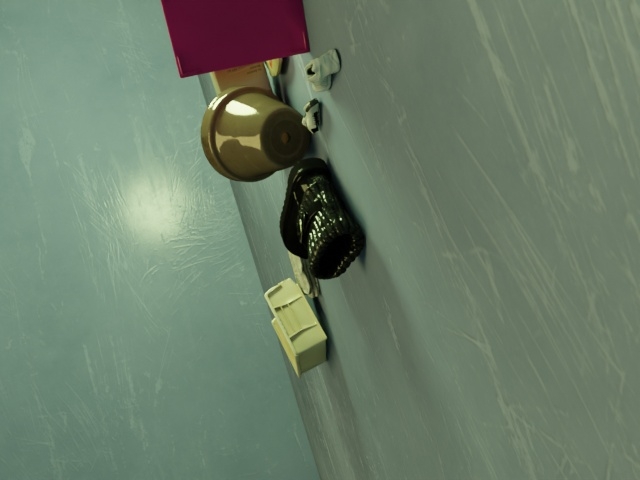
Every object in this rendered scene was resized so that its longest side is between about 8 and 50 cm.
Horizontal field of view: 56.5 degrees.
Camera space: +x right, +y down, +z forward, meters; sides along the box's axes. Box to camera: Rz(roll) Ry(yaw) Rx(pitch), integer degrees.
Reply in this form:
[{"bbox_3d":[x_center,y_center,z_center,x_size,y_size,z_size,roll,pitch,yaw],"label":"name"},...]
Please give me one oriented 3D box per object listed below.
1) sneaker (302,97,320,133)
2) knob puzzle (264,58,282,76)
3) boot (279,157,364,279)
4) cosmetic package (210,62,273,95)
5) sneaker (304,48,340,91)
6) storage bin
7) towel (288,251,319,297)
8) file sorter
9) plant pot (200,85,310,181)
[{"bbox_3d":[-0.014,-0.289,1.378,0.044,0.040,0.109,53,166,14],"label":"sneaker"},{"bbox_3d":[-0.126,-0.521,1.567,0.213,0.029,0.213,165,90,-77],"label":"knob puzzle"},{"bbox_3d":[-0.004,0.000,1.453,0.348,0.131,0.260,92,158,-52],"label":"boot"},{"bbox_3d":[-0.204,-0.375,1.741,0.129,0.153,0.296,-130,20,-65],"label":"cosmetic package"},{"bbox_3d":[-0.006,-0.342,1.210,0.152,0.061,0.054,140,112,-78],"label":"sneaker"},{"bbox_3d":[-0.085,0.304,2.071,0.260,0.123,0.262,59,167,25],"label":"storage bin"},{"bbox_3d":[-0.073,0.052,1.993,0.187,0.049,0.282,174,81,-76],"label":"towel"},{"bbox_3d":[-0.200,-0.505,1.327,0.182,0.290,0.202,-125,22,-62],"label":"file sorter"},{"bbox_3d":[-0.151,-0.274,1.556,0.229,0.263,0.263,19,125,54],"label":"plant pot"}]
